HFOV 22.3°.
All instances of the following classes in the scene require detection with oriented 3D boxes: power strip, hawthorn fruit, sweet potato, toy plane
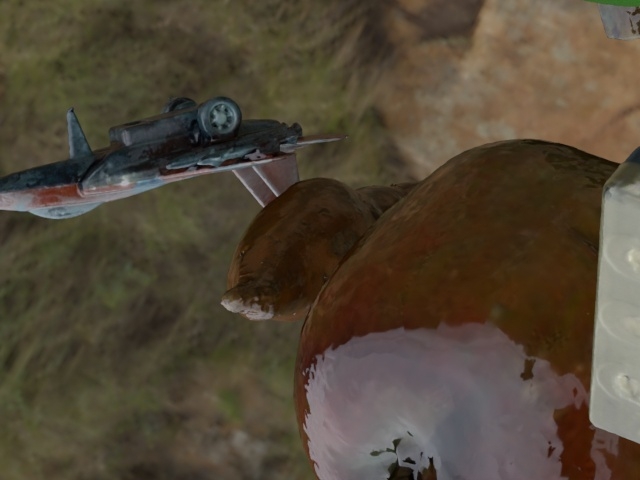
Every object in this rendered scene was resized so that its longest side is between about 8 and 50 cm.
[{"bbox_3d":[0.126,0.028,0.573,0.056,0.032,0.123,23,139,28],"label":"power strip"},{"bbox_3d":[0.110,0.099,0.980,0.267,0.301,0.268,24,138,24],"label":"hawthorn fruit"},{"bbox_3d":[-0.003,0.002,1.363,0.112,0.359,0.112,6,107,22],"label":"sweet potato"},{"bbox_3d":[-0.149,-0.073,1.409,0.326,0.104,0.223,-3,-175,-27],"label":"toy plane"}]

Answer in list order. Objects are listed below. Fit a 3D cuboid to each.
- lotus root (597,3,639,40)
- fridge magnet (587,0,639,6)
[{"bbox_3d":[0.378,-0.316,1.733,0.138,0.235,0.119,-2,124,30],"label":"lotus root"},{"bbox_3d":[0.248,-0.234,1.300,0.208,0.088,0.208,5,-178,0],"label":"fridge magnet"}]
